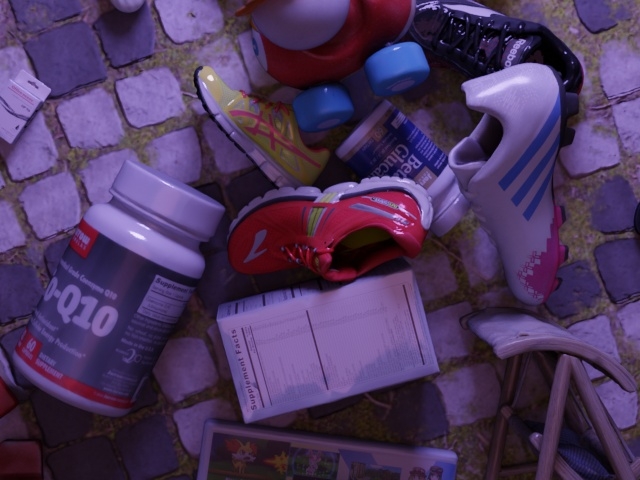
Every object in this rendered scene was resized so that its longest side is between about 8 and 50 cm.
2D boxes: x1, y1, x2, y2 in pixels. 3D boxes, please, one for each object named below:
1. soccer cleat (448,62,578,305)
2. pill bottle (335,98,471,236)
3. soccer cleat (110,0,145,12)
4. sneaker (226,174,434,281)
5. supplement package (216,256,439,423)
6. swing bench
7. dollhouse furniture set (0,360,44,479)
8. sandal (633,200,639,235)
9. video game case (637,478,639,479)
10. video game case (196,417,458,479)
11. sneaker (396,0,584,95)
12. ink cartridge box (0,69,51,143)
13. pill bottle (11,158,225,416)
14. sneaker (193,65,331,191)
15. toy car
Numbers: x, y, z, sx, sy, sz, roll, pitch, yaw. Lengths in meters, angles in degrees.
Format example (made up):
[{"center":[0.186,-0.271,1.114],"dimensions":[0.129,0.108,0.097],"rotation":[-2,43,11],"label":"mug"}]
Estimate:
[{"center":[0.220,-0.061,1.531],"dimensions":[0.143,0.116,0.331],"rotation":[-8,124,-8],"label":"soccer cleat"},{"center":[0.109,-0.086,1.577],"dimensions":[0.169,0.094,0.094],"rotation":[42,92,-5],"label":"pill bottle"},{"center":[-0.235,-0.378,1.548],"dimensions":[0.068,0.076,0.196],"rotation":[5,95,-3],"label":"soccer cleat"},{"center":[0.000,0.000,1.525],"dimensions":[0.279,0.118,0.107],"rotation":[-14,132,27],"label":"sneaker"},{"center":[0.006,0.118,1.570],"dimensions":[0.244,0.134,0.139],"rotation":[-14,96,-1],"label":"supplement package"},{"center":[0.280,0.210,1.530],"dimensions":[0.165,0.253,0.254],"rotation":[-8,96,-2],"label":"swing bench"},{"center":[-0.499,0.336,1.558],"dimensions":[0.374,0.152,0.201],"rotation":[-37,95,1],"label":"dollhouse furniture set"},{"center":[0.485,-0.050,1.622],"dimensions":[0.179,0.040,0.067],"rotation":[-17,95,-1],"label":"sandal"},{"center":[0.482,0.434,1.671],"dimensions":[0.196,0.026,0.274],"rotation":[-36,96,1],"label":"video game case"},{"center":[-0.007,0.398,1.643],"dimensions":[0.329,0.036,0.300],"rotation":[8,94,-2],"label":"video game case"},{"center":[0.201,-0.238,1.550],"dimensions":[0.276,0.135,0.097],"rotation":[23,95,-3],"label":"sneaker"},{"center":[-0.379,-0.167,1.584],"dimensions":[0.048,0.028,0.083],"rotation":[35,92,-5],"label":"ink cartridge box"},{"center":[-0.240,0.055,1.541],"dimensions":[0.161,0.161,0.283],"rotation":[27,93,-4],"label":"pill bottle"},{"center":[-0.071,-0.147,1.577],"dimensions":[0.094,0.081,0.208],"rotation":[-44,106,2],"label":"sneaker"},{"center":[-0.026,-0.260,1.448],"dimensions":[0.210,0.238,0.219],"rotation":[-24,78,30],"label":"toy car"}]
